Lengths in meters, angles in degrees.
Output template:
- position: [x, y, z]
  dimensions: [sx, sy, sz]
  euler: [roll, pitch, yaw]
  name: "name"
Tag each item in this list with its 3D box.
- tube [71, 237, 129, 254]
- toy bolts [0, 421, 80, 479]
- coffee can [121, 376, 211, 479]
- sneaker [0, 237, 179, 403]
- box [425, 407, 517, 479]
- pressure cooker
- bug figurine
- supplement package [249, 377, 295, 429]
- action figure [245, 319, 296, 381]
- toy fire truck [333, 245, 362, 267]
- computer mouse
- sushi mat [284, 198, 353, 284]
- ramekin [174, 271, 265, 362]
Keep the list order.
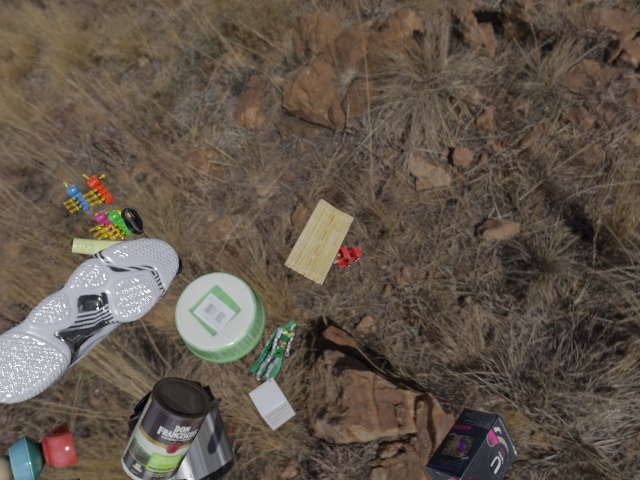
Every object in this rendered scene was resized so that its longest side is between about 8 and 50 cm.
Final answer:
- position: [-0.908, 0.032, 1.887]
  dimensions: [0.070, 0.240, 0.062]
  euler: [-65, 31, 28]
  name: "tube"
- position: [-0.530, 0.481, 0.829]
  dimensions: [0.218, 0.158, 0.229]
  euler: [-18, 86, 55]
  name: "toy bolts"
- position: [-0.515, 0.633, 1.500]
  dimensions: [0.201, 0.201, 0.275]
  euler: [36, 104, 36]
  name: "coffee can"
- position: [-0.439, 0.132, 0.842]
  dimensions: [0.366, 0.137, 0.210]
  euler: [-44, 13, -26]
  name: "sneaker"
- position: [0.493, 0.708, 1.450]
  dimensions: [0.270, 0.165, 0.143]
  euler: [-37, 15, -34]
  name: "box"
- position: [-0.575, 0.790, 1.830]
  dimensions: [0.375, 0.369, 0.421]
  euler: [-39, 71, 59]
  name: "pressure cooker"
- position: [-0.664, -0.096, 1.341]
  dimensions: [0.279, 0.216, 0.072]
  euler: [-3, 34, 45]
  name: "bug figurine"
- position: [-0.174, 0.601, 1.643]
  dimensions: [0.105, 0.179, 0.105]
  euler: [-31, 53, -14]
  name: "supplement package"
- position: [-0.148, 0.371, 1.531]
  dimensions: [0.063, 0.137, 0.232]
  euler: [34, 97, 45]
  name: "action figure"
- position: [0.098, 0.073, 1.879]
  dimensions: [0.192, 0.135, 0.047]
  euler: [-42, 65, 54]
  name: "toy fire truck"
- position: [-0.457, 0.013, 1.208]
  dimensions: [0.071, 0.242, 0.041]
  euler: [-15, 37, 24]
  name: "computer mouse"
- position: [0.000, 0.000, 1.632]
  dimensions: [0.317, 0.151, 0.019]
  euler: [-63, 10, -28]
  name: "sushi mat"
- position: [-0.346, 0.256, 1.534]
  dimensions: [0.303, 0.148, 0.304]
  euler: [0, 68, -1]
  name: "ramekin"
